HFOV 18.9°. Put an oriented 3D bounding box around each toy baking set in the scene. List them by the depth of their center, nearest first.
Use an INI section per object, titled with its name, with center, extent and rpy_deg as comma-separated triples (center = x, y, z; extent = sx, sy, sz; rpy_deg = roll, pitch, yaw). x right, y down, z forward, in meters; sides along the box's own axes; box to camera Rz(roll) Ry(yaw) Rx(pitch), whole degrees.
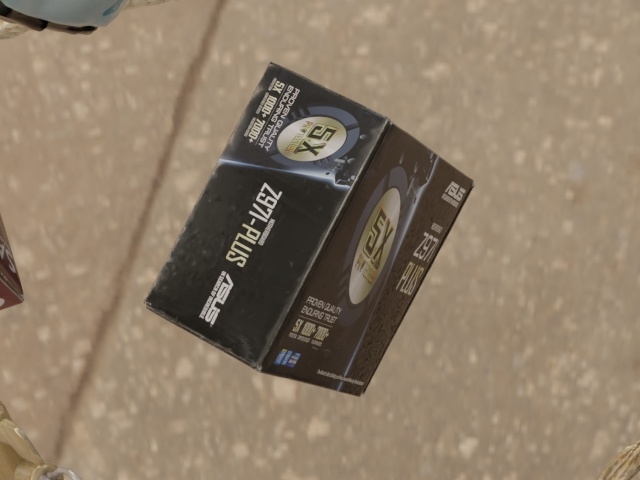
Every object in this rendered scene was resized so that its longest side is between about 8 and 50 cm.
[toy baking set]
center = -0.195, 0.182, 1.396
extent = 0.030, 0.256, 0.197
rpy_deg = -37, 46, -19

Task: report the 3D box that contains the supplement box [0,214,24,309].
[supplement box]
center = -0.201, -0.070, 0.667
extent = 0.130, 0.073, 0.239
rpy_deg = -21, 67, 3

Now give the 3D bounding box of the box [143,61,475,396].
[box]
center = 0.000, 0.000, 1.065
extent = 0.078, 0.180, 0.147
rpy_deg = 28, 90, 21

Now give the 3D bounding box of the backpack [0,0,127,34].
[backpack]
center = -0.180, -0.253, 0.887
extent = 0.273, 0.290, 0.355
rpy_deg = -35, 53, 21

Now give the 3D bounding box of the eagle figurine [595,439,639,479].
[eagle figurine]
center = 0.153, 0.247, 1.202
extent = 0.225, 0.226, 0.298
rpy_deg = 15, 12, -8

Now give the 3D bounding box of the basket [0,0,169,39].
[basket]
center = -0.291, -0.333, 1.696
extent = 0.266, 0.328, 0.331
rpy_deg = -5, 99, 22
